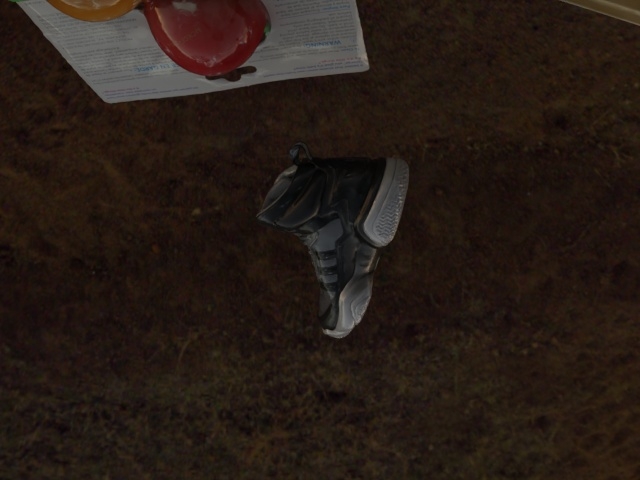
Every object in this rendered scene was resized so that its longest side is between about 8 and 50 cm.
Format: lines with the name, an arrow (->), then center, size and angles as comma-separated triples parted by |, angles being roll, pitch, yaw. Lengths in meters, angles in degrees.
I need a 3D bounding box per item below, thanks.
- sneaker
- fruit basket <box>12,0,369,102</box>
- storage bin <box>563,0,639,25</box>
sneaker -> 0.000, 0.000, 0.751 | 0.153, 0.101, 0.269 | 18, 131, 1
fruit basket -> -0.136, -0.256, 0.590 | 0.327, 0.165, 0.353 | -5, 162, 11
storage bin -> 0.329, -0.277, 0.514 | 0.260, 0.262, 0.123 | 19, 91, 6
